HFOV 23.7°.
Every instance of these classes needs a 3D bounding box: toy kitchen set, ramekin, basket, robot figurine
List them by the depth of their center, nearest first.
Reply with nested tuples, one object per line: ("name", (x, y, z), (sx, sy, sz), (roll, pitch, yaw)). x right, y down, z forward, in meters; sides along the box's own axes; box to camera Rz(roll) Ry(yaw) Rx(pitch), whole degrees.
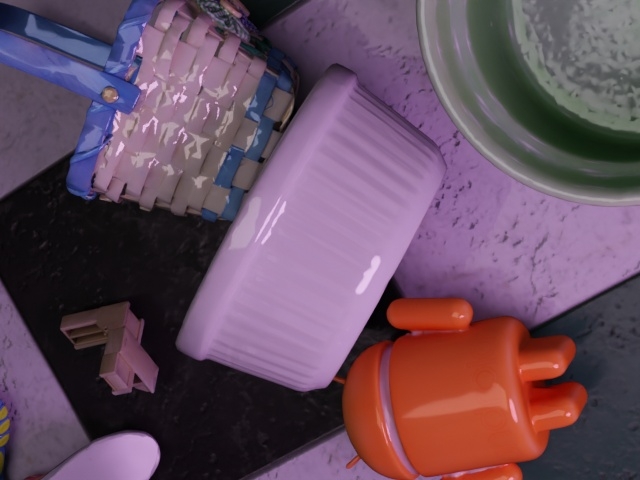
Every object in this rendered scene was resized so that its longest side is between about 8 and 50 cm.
("ramekin", (0.240, -0.186, 1.191), (0.303, 0.148, 0.303), (4, 102, 22))
("ramekin", (0.000, 0.000, 1.258), (0.127, 0.273, 0.273), (28, 107, 1))
("basket", (-0.166, -0.138, 1.297), (0.289, 0.255, 0.201), (18, 101, -3))
("robot figurine", (0.113, 0.134, 1.307), (0.219, 0.128, 0.158), (-13, 134, 20))
("toy kitchen set", (-0.202, 0.116, 1.443), (0.075, 0.083, 0.068), (-13, 136, 20))

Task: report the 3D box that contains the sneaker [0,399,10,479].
("sneaker", (-0.358, 0.231, 1.520), (0.078, 0.067, 0.188), (23, 108, 36))

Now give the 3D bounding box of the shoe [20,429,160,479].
("shoe", (-0.240, 0.235, 1.476), (0.178, 0.081, 0.063), (-32, 101, -9))
